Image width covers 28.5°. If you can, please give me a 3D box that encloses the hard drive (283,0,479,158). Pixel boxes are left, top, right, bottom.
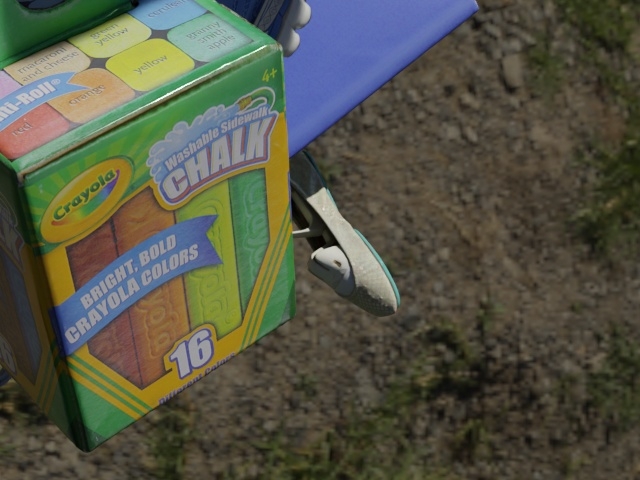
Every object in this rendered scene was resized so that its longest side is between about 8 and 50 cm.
[{"bbox_3d":[-0.066,-0.159,0.919,0.319,0.040,0.210,-39,96,-14],"label":"hard drive"}]

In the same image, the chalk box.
[{"bbox_3d":[-0.101,-0.041,0.556,0.132,0.132,0.213,-32,141,-27],"label":"chalk box"}]

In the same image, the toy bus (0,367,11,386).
[{"bbox_3d":[-0.343,0.078,0.926,0.202,0.104,0.191,-37,102,-22],"label":"toy bus"}]

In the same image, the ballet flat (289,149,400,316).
[{"bbox_3d":[0.000,0.000,1.022,0.052,0.057,0.168,-23,69,-29],"label":"ballet flat"}]

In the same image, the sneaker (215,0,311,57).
[{"bbox_3d":[-0.040,-0.237,0.674,0.147,0.130,0.330,3,110,-59],"label":"sneaker"}]
